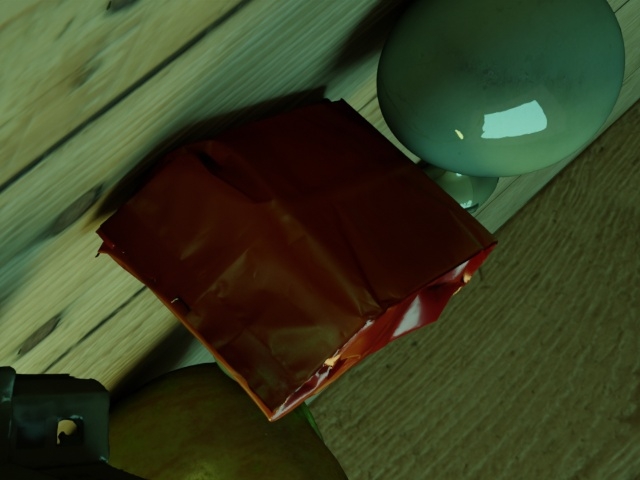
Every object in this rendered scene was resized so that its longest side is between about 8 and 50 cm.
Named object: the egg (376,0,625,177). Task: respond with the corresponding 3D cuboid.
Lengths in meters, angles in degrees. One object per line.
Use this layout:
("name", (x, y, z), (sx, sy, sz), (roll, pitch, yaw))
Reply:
("egg", (0.147, -0.142, 1.570), (0.264, 0.183, 0.183), (-23, 157, -52))

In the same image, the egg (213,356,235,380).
("egg", (-0.024, 0.066, 1.856), (0.192, 0.149, 0.149), (-39, 170, -23))

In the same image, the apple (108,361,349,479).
("apple", (-0.113, 0.296, 1.934), (0.339, 0.339, 0.339), (-44, 172, -8))

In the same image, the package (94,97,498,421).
("package", (-0.001, 0.001, 1.448), (0.123, 0.196, 0.423), (-48, 169, 21))

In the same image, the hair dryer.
("hair dryer", (0.138, -0.081, 2.271), (0.219, 0.088, 0.225), (-37, 156, -24))

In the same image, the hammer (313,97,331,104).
("hammer", (-0.054, -0.046, 1.634), (0.062, 0.013, 0.199), (-35, 166, -51))

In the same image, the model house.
("model house", (-0.261, 0.178, 1.227), (0.243, 0.211, 0.204), (2, 94, -41))
